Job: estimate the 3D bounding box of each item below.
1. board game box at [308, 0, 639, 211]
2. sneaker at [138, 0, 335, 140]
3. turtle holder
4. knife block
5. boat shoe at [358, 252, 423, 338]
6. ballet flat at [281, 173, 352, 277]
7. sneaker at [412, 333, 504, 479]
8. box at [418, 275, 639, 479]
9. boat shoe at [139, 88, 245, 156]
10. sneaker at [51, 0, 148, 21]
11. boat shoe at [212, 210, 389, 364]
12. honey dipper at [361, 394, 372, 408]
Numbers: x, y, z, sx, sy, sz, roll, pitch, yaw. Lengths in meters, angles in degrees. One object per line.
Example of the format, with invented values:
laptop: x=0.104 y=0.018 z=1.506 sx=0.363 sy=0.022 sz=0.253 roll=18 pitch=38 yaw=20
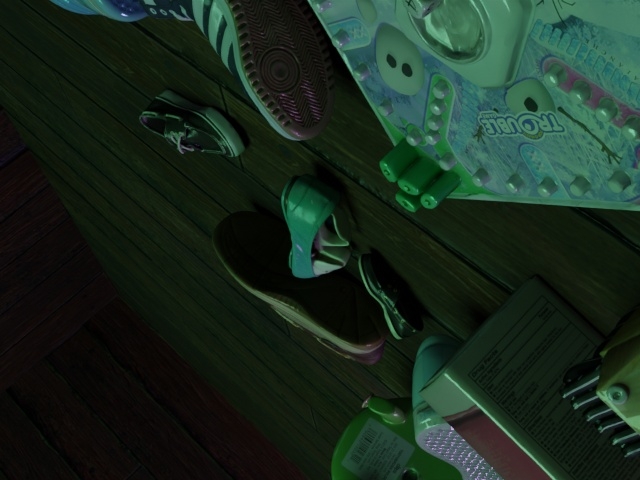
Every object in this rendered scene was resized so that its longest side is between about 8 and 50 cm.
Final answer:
board game box: x=0.096 y=-0.171 z=0.624 sx=0.390 sy=0.050 sz=0.390 roll=56 pitch=159 yaw=-22
sneaker: x=-0.096 y=-0.226 z=0.846 sx=0.282 sy=0.099 sz=0.153 roll=60 pitch=154 yaw=-13
turtle holder: x=0.185 y=0.380 z=1.287 sx=0.320 sy=0.244 sz=0.227 roll=0 pitch=162 yaw=15
knife block: x=0.301 y=0.065 z=0.625 sx=0.088 sy=0.242 sz=0.276 roll=43 pitch=115 yaw=9
boat shoe: x=0.097 y=0.072 z=1.107 sx=0.042 sy=0.049 sz=0.133 roll=-24 pitch=101 yaw=35
ballet flat: x=0.000 y=0.000 z=1.118 sx=0.087 sy=0.083 sz=0.247 roll=26 pitch=157 yaw=16
sneaker: x=0.224 y=0.228 z=1.062 sx=0.135 sy=0.150 sz=0.366 roll=-13 pitch=146 yaw=21
box: x=0.241 y=0.180 z=0.840 sx=0.232 sy=0.148 sz=0.127 roll=45 pitch=161 yaw=11
boat shoe: x=-0.197 y=-0.163 z=1.227 sx=0.219 sy=0.070 sz=0.078 roll=28 pitch=153 yaw=43
sneaker: x=-0.339 y=-0.404 z=0.988 sx=0.208 sy=0.127 sz=0.319 roll=16 pitch=143 yaw=54
boat shoe: x=-0.034 y=0.081 z=1.289 sx=0.342 sy=0.123 sz=0.123 roll=32 pitch=155 yaw=23
honey dipper: x=0.150 y=0.360 z=1.568 sx=0.160 sy=0.030 sz=0.030 roll=36 pitch=158 yaw=20
